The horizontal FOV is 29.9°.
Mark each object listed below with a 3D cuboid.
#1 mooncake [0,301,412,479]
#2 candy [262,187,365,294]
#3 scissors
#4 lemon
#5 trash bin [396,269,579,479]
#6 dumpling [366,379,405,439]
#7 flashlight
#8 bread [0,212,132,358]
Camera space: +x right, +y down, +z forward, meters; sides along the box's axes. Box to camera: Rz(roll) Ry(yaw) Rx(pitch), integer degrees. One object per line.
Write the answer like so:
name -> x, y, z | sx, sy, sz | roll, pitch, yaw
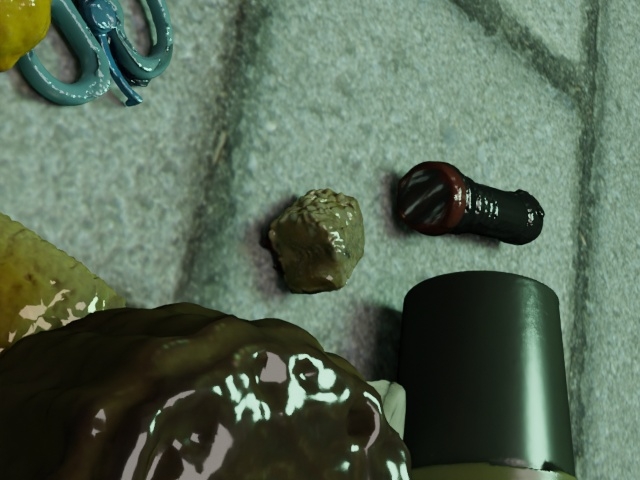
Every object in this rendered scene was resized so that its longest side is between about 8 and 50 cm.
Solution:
mooncake -> -0.083, 0.196, 0.765 | 0.324, 0.187, 0.324 | 2, 87, -46
candy -> 0.000, 0.000, 1.223 | 0.110, 0.085, 0.095 | -37, 117, -58
scissors -> -0.256, -0.289, 1.038 | 0.180, 0.032, 0.393 | -47, 115, -45
lemon -> -0.269, -0.206, 0.938 | 0.114, 0.114, 0.155 | -19, 95, -49
trash bin -> 0.170, 0.216, 1.252 | 0.214, 0.214, 0.334 | 30, 55, -40
dumpling -> -0.031, 0.273, 1.049 | 0.341, 0.181, 0.260 | -43, 128, -65
flashlight -> 0.185, -0.036, 1.438 | 0.232, 0.093, 0.093 | 12, 71, -52
bread -> -0.234, 0.111, 0.859 | 0.204, 0.162, 0.262 | -55, 128, -33
